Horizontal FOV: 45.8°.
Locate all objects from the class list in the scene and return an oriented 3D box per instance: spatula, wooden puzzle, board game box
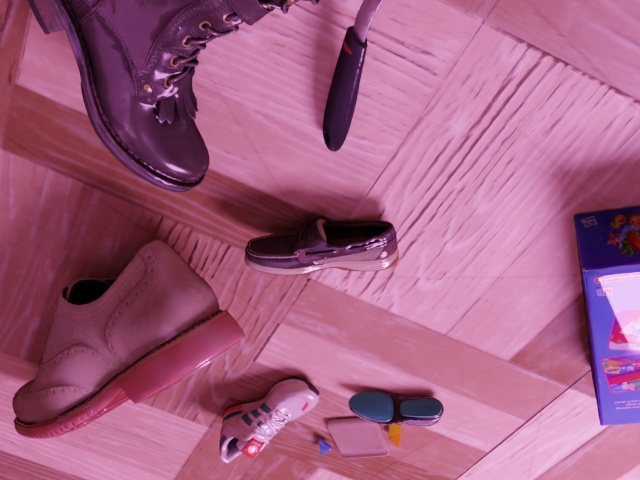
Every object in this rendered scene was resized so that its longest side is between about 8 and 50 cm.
[{"bbox_3d":[0.042,-0.173,0.566,0.030,0.084,0.296,-10,147,-26],"label":"spatula"},{"bbox_3d":[0.051,0.255,0.985,0.116,0.014,0.079,-3,127,12],"label":"wooden puzzle"},{"bbox_3d":[0.427,0.062,0.702,0.347,0.078,0.233,-8,130,16],"label":"board game box"}]

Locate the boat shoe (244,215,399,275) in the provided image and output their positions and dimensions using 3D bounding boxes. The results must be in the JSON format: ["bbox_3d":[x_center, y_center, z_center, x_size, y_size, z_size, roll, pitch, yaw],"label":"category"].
[{"bbox_3d":[0.000,0.000,0.739,0.152,0.056,0.049,-4,127,0],"label":"boat shoe"}]

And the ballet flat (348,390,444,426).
[{"bbox_3d":[0.091,0.208,0.919,0.114,0.041,0.041,3,132,8],"label":"ballet flat"}]

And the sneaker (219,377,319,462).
[{"bbox_3d":[-0.066,0.230,0.938,0.161,0.075,0.057,-29,121,31],"label":"sneaker"}]

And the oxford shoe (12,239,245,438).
[{"bbox_3d":[-0.247,0.117,0.859,0.397,0.140,0.147,-29,91,36],"label":"oxford shoe"}]

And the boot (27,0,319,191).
[{"bbox_3d":[-0.083,-0.165,0.575,0.228,0.091,0.263,-13,126,21],"label":"boot"}]
